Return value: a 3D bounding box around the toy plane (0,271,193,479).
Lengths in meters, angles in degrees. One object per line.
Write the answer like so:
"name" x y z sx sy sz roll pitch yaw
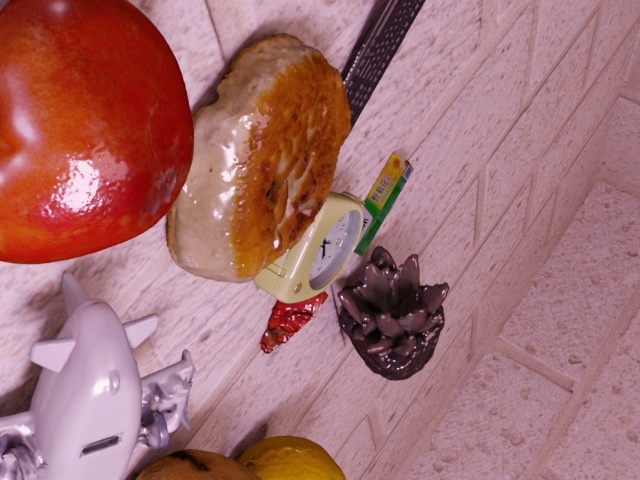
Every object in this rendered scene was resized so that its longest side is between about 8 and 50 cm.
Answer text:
"toy plane" -0.244 0.168 0.857 0.267 0.122 0.267 -26 137 -26

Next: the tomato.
"tomato" -0.179 -0.076 0.671 0.233 0.139 0.200 -67 164 15

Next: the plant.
"plant" 0.127 0.148 1.562 0.194 0.181 0.321 -48 154 -16

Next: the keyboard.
"keyboard" 0.100 -0.303 1.124 0.103 0.041 0.381 -7 124 -64

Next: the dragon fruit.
"dragon fruit" -0.041 0.126 1.319 0.131 0.063 0.097 -55 157 -14

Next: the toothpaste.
"toothpaste" 0.097 -0.060 1.426 0.178 0.037 0.043 -59 162 -2

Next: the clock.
"clock" 0.000 0.000 1.249 0.232 0.069 0.170 -6 123 -65

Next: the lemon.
"lemon" -0.066 0.463 1.471 0.228 0.228 0.253 -43 171 -36

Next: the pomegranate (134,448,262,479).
"pomegranate" -0.178 0.421 1.162 0.260 0.260 0.260 -47 154 -30

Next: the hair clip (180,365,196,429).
"hair clip" -0.187 0.218 1.162 0.039 0.030 0.115 -41 151 -43

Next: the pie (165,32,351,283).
"pie" -0.059 -0.085 0.992 0.315 0.092 0.315 -47 154 -32
